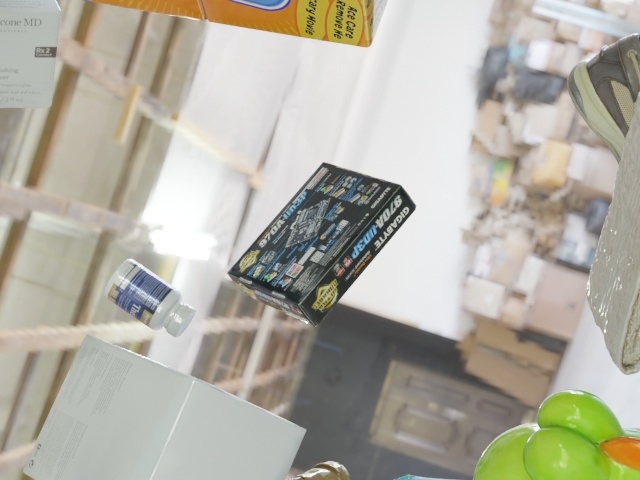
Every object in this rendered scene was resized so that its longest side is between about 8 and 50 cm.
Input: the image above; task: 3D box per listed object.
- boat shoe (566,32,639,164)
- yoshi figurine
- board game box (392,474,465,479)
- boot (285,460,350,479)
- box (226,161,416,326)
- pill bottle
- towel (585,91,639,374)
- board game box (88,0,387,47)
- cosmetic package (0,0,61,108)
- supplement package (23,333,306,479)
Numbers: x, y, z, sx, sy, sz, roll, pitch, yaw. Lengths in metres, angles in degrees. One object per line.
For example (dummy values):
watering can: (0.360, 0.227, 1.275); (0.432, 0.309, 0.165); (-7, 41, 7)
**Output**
boat shoe: (0.461, -0.116, 1.668); (0.132, 0.355, 0.130); (-16, -23, -52)
yoshi figurine: (0.259, 0.253, 1.055); (0.203, 0.362, 0.203); (-38, 22, 16)
board game box: (0.192, 0.452, 1.735); (0.336, 0.079, 0.253); (21, -131, -58)
boot: (-0.068, 0.444, 1.852); (0.269, 0.089, 0.236); (-7, -84, -51)
box: (0.000, 0.000, 1.756); (0.220, 0.175, 0.051); (-50, -53, -16)
pill bottle: (-0.237, 0.083, 1.814); (0.067, 0.120, 0.067); (-55, -6, -9)
towel: (0.359, -0.015, 1.439); (0.187, 0.049, 0.282); (-88, 8, -67)
board game box: (-0.085, -0.461, 1.263); (0.356, 0.356, 0.356); (77, -151, -58)
cosmetic package: (-0.532, -0.336, 2.178); (0.151, 0.151, 0.183); (-123, 38, -47)
supplement package: (-0.200, 0.267, 1.646); (0.198, 0.263, 0.199); (31, -101, -39)
